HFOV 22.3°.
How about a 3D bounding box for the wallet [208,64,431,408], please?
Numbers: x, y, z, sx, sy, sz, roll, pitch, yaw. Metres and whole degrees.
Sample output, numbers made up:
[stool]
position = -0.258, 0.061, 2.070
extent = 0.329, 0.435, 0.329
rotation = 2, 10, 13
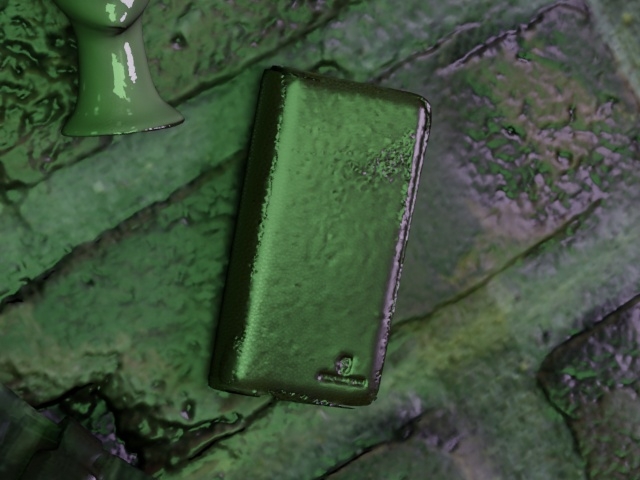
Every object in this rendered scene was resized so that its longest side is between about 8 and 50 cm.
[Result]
[wallet]
position = 0.000, 0.000, 0.988
extent = 0.110, 0.031, 0.198
rotation = 10, 93, -17

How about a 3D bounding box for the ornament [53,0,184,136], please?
[ornament]
position = -0.122, -0.139, 0.916
extent = 0.075, 0.081, 0.156
rotation = -8, 102, -11

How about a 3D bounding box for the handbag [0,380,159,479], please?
[handbag]
position = -0.262, 0.178, 0.830
extent = 0.325, 0.162, 0.327
rotation = 47, 58, -18
